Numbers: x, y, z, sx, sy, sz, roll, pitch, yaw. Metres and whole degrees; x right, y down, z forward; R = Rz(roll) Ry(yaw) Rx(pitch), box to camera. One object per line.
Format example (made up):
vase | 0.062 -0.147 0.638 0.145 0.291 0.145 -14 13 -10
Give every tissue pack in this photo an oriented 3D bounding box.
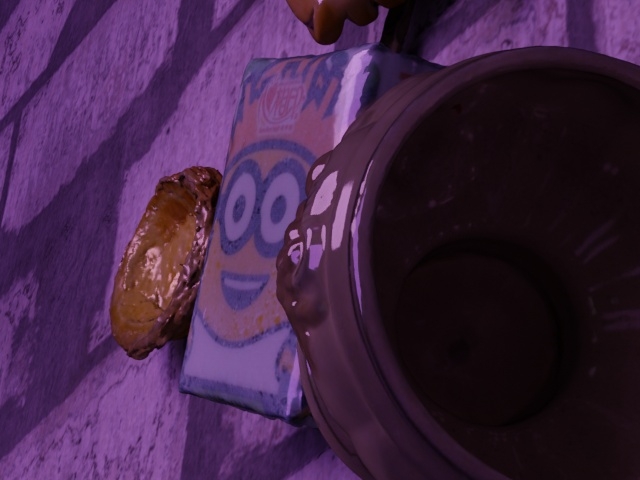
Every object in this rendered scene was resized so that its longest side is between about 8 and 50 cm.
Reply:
tissue pack | 0.000 0.000 1.513 0.228 0.128 0.310 4 81 60

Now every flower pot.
flower pot | 0.112 0.049 1.128 0.244 0.307 0.307 136 150 -67

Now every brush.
brush | 0.070 -0.173 1.680 0.043 0.036 0.248 -23 44 49

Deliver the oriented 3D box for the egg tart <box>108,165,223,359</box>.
egg tart | -0.139 0.025 1.847 0.212 0.090 0.212 -47 30 38

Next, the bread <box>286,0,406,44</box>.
bread | 0.064 -0.271 1.664 0.225 0.081 0.134 -26 54 18
